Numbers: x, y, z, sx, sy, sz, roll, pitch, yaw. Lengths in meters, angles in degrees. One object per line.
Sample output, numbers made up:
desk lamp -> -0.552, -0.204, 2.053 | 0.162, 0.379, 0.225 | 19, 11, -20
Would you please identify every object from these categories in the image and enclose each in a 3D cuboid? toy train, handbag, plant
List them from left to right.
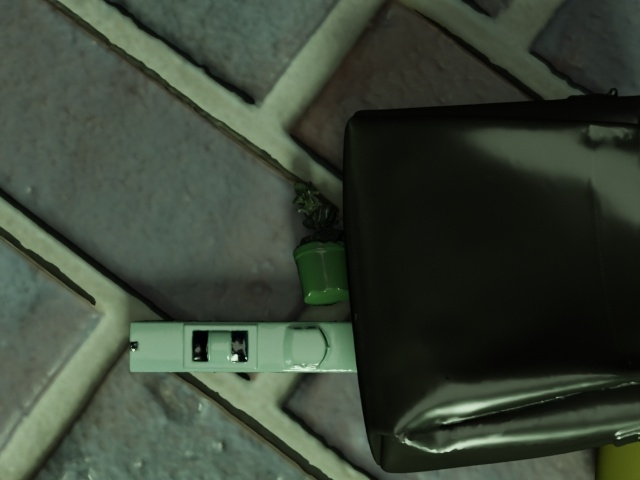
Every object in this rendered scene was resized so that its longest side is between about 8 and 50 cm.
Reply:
toy train -> -0.049, 0.086, 1.097 | 0.207, 0.047, 0.043 | 0, 86, 1
plant -> 0.000, 0.000, 1.105 | 0.051, 0.051, 0.102 | -7, 72, -1
handbag -> 0.146, 0.027, 1.031 | 0.257, 0.113, 0.285 | -7, 66, 8

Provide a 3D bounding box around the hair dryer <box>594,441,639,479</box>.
hair dryer -> 0.359, 0.159, 1.085 | 0.278, 0.090, 0.135 | 6, 83, -6
